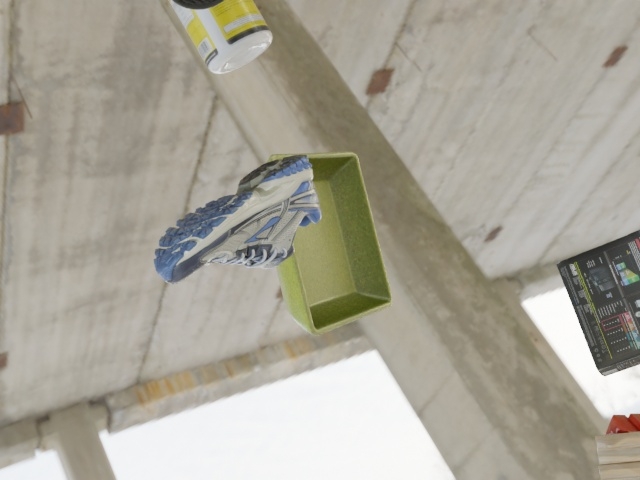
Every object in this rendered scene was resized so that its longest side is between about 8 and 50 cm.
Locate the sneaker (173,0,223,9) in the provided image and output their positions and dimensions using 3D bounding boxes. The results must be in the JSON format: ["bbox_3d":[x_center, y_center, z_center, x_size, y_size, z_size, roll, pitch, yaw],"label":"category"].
[{"bbox_3d":[-0.136,-0.412,0.889,0.124,0.178,0.295,-6,-44,-14],"label":"sneaker"}]

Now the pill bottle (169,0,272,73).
[{"bbox_3d":[-0.153,-0.335,1.213,0.103,0.184,0.103,-30,0,0],"label":"pill bottle"}]

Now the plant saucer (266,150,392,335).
[{"bbox_3d":[0.000,0.000,0.950,0.045,0.188,0.188,-15,-2,31],"label":"plant saucer"}]

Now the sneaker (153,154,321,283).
[{"bbox_3d":[-0.043,-0.004,0.543,0.052,0.058,0.135,-6,24,48],"label":"sneaker"}]

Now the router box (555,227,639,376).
[{"bbox_3d":[0.299,0.061,0.854,0.092,0.122,0.038,-24,-28,21],"label":"router box"}]

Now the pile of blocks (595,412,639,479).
[{"bbox_3d":[0.522,0.246,1.134,0.149,0.112,0.362,13,-26,-33],"label":"pile of blocks"}]
